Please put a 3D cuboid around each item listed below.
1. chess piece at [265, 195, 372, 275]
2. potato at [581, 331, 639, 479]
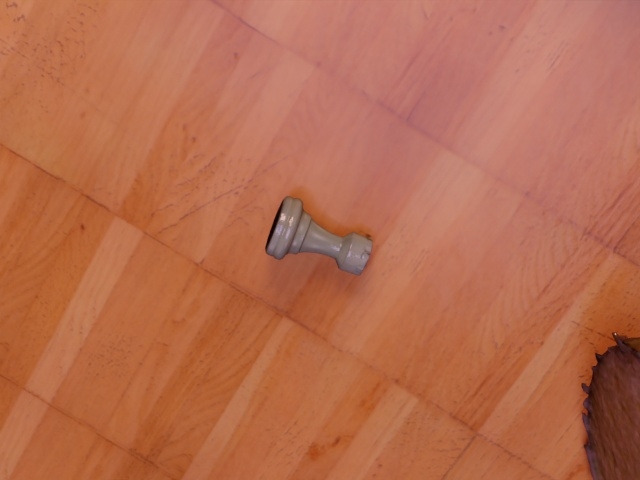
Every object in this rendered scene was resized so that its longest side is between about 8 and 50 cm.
[{"bbox_3d":[0.000,0.000,0.922,0.103,0.067,0.067,20,107,-7],"label":"chess piece"},{"bbox_3d":[0.421,0.213,0.844,0.237,0.301,0.289,-15,138,-8],"label":"potato"}]
